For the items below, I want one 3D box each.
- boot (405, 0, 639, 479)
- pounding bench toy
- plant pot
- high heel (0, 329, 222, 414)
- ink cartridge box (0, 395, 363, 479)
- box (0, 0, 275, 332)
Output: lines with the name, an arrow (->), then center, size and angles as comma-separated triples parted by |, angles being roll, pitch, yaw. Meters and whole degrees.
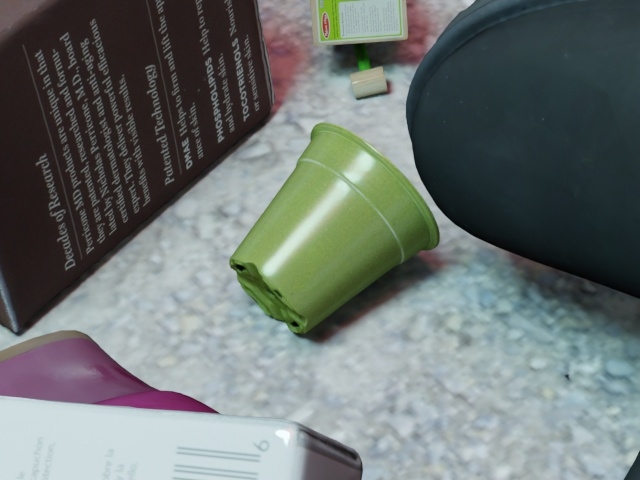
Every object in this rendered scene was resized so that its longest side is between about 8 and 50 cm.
boot -> 0.118, 0.078, 0.538 | 0.367, 0.146, 0.445 | 1, 42, 32
pounding bench toy -> 0.021, -0.125, 0.920 | 0.052, 0.083, 0.065 | -5, 14, 0
plant pot -> 0.000, 0.000, 0.786 | 0.079, 0.083, 0.083 | -45, 55, -16
high heel -> -0.184, 0.158, 0.608 | 0.377, 0.127, 0.181 | -33, 41, -26
ink cartridge box -> -0.123, 0.190, 0.542 | 0.238, 0.060, 0.275 | 2, 74, 24
box -> -0.156, -0.101, 0.835 | 0.168, 0.167, 0.203 | 28, 55, 29
